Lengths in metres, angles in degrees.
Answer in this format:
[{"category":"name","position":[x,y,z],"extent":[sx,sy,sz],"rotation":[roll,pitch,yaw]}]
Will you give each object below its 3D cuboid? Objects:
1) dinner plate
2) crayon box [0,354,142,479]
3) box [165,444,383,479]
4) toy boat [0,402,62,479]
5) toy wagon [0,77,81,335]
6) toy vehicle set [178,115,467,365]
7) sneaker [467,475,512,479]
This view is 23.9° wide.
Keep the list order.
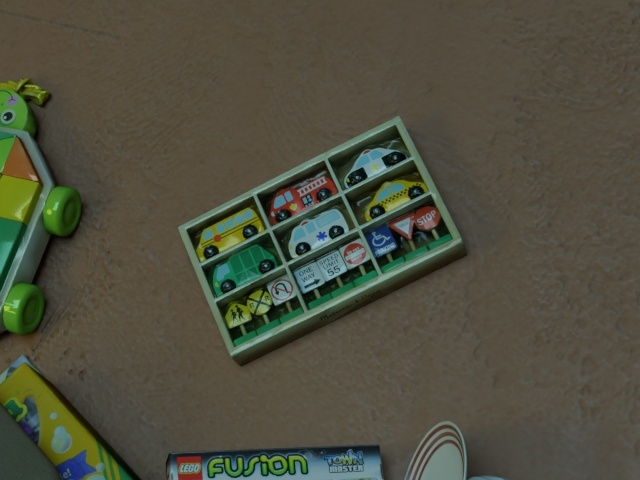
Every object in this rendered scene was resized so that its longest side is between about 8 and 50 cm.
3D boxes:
[{"category":"dinner plate","position":[0.107,0.239,1.408],"extent":[0.017,0.141,0.141],"rotation":[18,68,-18]},{"category":"crayon box","position":[-0.292,0.272,1.512],"extent":[0.203,0.083,0.323],"rotation":[-45,63,-7]},{"category":"box","position":[-0.040,0.256,1.434],"extent":[0.207,0.036,0.114],"rotation":[0,64,-12]},{"category":"toy boat","position":[-0.365,0.229,1.443],"extent":[0.231,0.151,0.151],"rotation":[43,111,26]},{"category":"toy wagon","position":[-0.403,-0.041,1.687],"extent":[0.267,0.068,0.344],"rotation":[12,70,19]},{"category":"toy vehicle set","position":[0.000,0.000,1.582],"extent":[0.267,0.035,0.166],"rotation":[-27,63,2]},{"category":"sneaker","position":[0.225,0.266,1.374],"extent":[0.212,0.094,0.080],"rotation":[15,70,20]}]
